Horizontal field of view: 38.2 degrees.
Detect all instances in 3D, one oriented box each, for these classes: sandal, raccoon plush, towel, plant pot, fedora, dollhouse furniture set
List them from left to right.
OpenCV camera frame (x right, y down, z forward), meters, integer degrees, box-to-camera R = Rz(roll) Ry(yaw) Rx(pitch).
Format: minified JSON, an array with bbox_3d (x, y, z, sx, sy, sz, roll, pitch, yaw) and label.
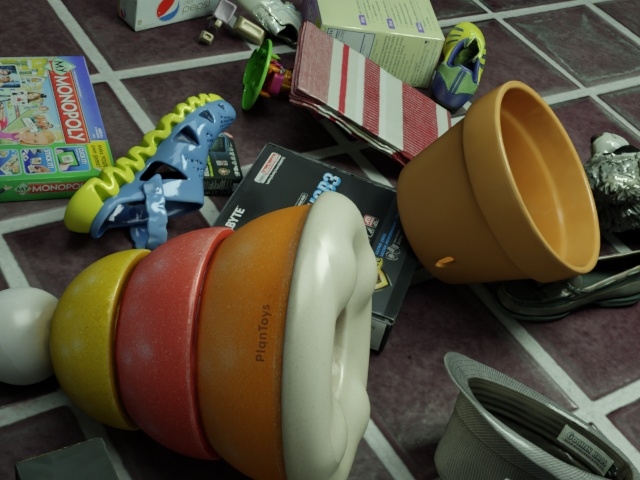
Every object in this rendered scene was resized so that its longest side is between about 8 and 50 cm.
[{"bbox_3d":[-0.222,-0.090,1.352,0.138,0.126,0.317,40,61,0],"label":"sandal"},{"bbox_3d":[-0.173,-0.400,1.802,0.114,0.091,0.081,27,-5,-20],"label":"dollhouse furniture set"},{"bbox_3d":[0.094,-0.235,1.605,0.329,0.037,0.237,29,37,-19],"label":"towel"},{"bbox_3d":[0.248,-0.060,1.350,0.291,0.204,0.290,32,48,-42],"label":"plant pot"},{"bbox_3d":[0.232,0.258,1.078,0.275,0.124,0.243,27,12,-14],"label":"fedora"},{"bbox_3d":[0.625,-0.029,1.502,0.299,0.216,0.446,-31,59,-30],"label":"raccoon plush"}]

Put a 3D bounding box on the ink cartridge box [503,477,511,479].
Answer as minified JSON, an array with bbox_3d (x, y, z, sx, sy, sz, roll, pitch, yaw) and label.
[{"bbox_3d":[0.288,0.456,0.883,0.395,0.166,0.285,26,42,12],"label":"ink cartridge box"}]

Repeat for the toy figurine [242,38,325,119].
[{"bbox_3d":[-0.047,-0.273,1.650,0.159,0.130,0.173,17,15,-18],"label":"toy figurine"}]

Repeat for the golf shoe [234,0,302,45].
[{"bbox_3d":[-0.097,-0.438,1.779,0.176,0.069,0.086,22,40,-38],"label":"golf shoe"}]

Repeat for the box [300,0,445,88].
[{"bbox_3d":[0.095,-0.415,1.816,0.243,0.117,0.213,4,43,-13],"label":"box"}]

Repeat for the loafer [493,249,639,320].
[{"bbox_3d":[0.389,0.056,1.413,0.268,0.084,0.096,-6,46,-22],"label":"loafer"}]

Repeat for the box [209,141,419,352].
[{"bbox_3d":[0.000,0.000,1.371,0.293,0.073,0.295,22,41,6],"label":"box"}]

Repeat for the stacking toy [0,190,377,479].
[{"bbox_3d":[-0.186,0.107,1.073,0.480,0.350,0.350,4,40,11],"label":"stacking toy"}]

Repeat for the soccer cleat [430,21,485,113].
[{"bbox_3d":[0.287,-0.360,1.801,0.093,0.121,0.289,27,43,-3],"label":"soccer cleat"}]

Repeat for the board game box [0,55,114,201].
[{"bbox_3d":[-0.454,-0.183,1.453,0.214,0.046,0.317,-6,46,-21],"label":"board game box"}]

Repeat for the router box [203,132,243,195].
[{"bbox_3d":[-0.179,-0.123,1.474,0.092,0.038,0.122,-2,44,-17],"label":"router box"}]

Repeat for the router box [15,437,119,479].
[{"bbox_3d":[-0.178,0.366,0.788,0.081,0.242,0.309,-13,48,-28],"label":"router box"}]

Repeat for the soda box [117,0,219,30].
[{"bbox_3d":[-0.285,-0.474,1.798,0.216,0.074,0.069,-24,55,-36],"label":"soda box"}]
